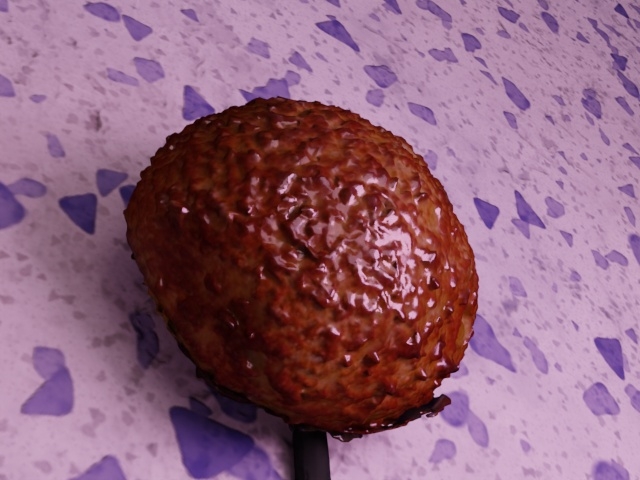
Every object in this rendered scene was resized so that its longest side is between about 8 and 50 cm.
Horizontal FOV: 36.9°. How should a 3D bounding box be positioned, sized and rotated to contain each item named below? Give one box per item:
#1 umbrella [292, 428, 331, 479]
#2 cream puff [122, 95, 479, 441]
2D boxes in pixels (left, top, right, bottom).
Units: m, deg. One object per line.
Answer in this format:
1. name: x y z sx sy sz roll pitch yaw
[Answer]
1. umbrella: -0.005 0.204 0.823 0.036 0.031 0.133 18 45 -24
2. cream puff: -0.004 0.000 0.843 0.350 0.229 0.350 21 32 -14
